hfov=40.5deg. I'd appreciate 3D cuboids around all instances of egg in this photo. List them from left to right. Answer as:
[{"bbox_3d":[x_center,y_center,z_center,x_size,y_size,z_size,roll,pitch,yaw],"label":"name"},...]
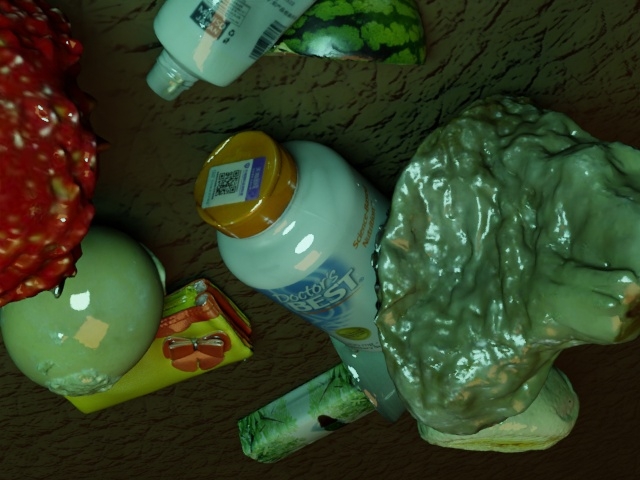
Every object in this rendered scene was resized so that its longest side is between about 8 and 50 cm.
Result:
[{"bbox_3d":[-0.240,0.070,0.879,0.164,0.164,0.201,8,137,-30],"label":"egg"}]

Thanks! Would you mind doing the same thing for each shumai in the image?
[{"bbox_3d":[0.220,0.021,0.811,0.283,0.346,0.217,1,160,38],"label":"shumai"}]

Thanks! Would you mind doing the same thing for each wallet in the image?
[{"bbox_3d":[-0.213,0.134,1.049,0.241,0.067,0.141,-22,142,7],"label":"wallet"}]

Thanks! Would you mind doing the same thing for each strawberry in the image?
[{"bbox_3d":[-0.281,-0.074,0.587,0.258,0.261,0.261,-8,148,-47],"label":"strawberry"}]

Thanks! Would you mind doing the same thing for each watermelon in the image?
[{"bbox_3d":[0.031,-0.173,0.745,0.163,0.069,0.087,-2,140,-16],"label":"watermelon"}]

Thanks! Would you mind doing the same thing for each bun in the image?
[{"bbox_3d":[0.257,0.237,1.299,0.244,0.153,0.244,2,156,1],"label":"bun"}]

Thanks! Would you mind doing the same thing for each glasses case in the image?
[{"bbox_3d":[0.012,0.247,1.288,0.272,0.062,0.095,-32,141,20],"label":"glasses case"}]

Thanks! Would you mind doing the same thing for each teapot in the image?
[{"bbox_3d":[0.106,0.122,1.095,0.149,0.162,0.239,-33,150,6],"label":"teapot"}]

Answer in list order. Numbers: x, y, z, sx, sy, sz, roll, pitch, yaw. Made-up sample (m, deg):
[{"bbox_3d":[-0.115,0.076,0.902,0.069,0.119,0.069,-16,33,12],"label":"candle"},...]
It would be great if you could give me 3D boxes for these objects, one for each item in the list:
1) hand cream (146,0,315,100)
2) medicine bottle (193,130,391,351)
[{"bbox_3d":[-0.019,-0.235,0.663,0.341,0.077,0.124,-43,136,20],"label":"hand cream"},{"bbox_3d":[0.000,0.000,0.882,0.157,0.157,0.289,-32,142,19],"label":"medicine bottle"}]
